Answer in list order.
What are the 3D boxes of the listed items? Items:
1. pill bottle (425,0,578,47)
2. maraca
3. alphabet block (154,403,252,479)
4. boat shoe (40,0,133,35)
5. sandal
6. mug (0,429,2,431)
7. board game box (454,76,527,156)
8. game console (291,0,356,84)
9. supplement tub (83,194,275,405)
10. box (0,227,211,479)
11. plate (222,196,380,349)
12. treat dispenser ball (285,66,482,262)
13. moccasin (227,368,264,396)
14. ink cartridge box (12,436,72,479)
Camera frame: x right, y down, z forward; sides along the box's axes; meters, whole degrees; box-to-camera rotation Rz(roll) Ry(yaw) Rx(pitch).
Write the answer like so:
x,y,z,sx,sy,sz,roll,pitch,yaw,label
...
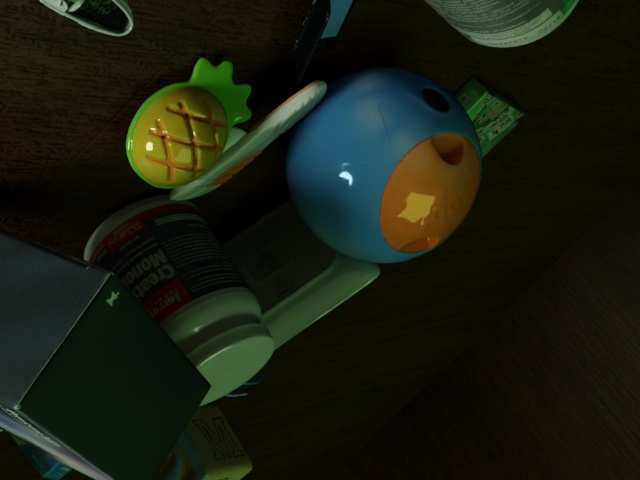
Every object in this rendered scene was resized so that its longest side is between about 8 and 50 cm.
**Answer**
x,y,z,sx,sy,sz,roll,pitch,yaw,label
0.174,-0.371,1.037,0.204,0.204,0.361,-44,156,18,pill bottle
-0.166,-0.148,1.134,0.185,0.099,0.127,-47,129,-8,maraca
-0.311,0.505,2.051,0.192,0.193,0.197,-41,156,17,alphabet block
-0.250,-0.250,0.869,0.066,0.063,0.184,-39,157,8,boat shoe
-0.111,-0.153,1.229,0.265,0.076,0.102,-38,176,6,sandal
-0.519,0.226,1.363,0.129,0.097,0.158,-42,155,17,mug
0.233,-0.163,1.708,0.317,0.046,0.213,-45,154,21,board game box
0.012,-0.275,1.168,0.107,0.071,0.122,-17,151,-37,game console
-0.206,0.086,1.298,0.191,0.272,0.191,-29,155,-15,supplement tub
-0.338,0.136,1.066,0.182,0.294,0.296,-60,150,-23,box
-0.076,0.045,1.443,0.277,0.278,0.045,-35,131,0,plate
0.092,-0.111,1.314,0.288,0.288,0.288,-29,156,-15,treat dispenser ball
-0.262,0.248,1.749,0.117,0.137,0.342,-42,142,25,moccasin
-0.415,0.286,1.543,0.231,0.134,0.078,-40,162,-11,ink cartridge box
